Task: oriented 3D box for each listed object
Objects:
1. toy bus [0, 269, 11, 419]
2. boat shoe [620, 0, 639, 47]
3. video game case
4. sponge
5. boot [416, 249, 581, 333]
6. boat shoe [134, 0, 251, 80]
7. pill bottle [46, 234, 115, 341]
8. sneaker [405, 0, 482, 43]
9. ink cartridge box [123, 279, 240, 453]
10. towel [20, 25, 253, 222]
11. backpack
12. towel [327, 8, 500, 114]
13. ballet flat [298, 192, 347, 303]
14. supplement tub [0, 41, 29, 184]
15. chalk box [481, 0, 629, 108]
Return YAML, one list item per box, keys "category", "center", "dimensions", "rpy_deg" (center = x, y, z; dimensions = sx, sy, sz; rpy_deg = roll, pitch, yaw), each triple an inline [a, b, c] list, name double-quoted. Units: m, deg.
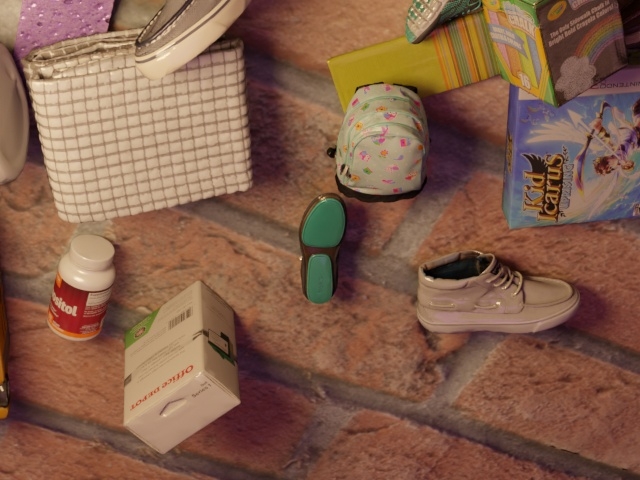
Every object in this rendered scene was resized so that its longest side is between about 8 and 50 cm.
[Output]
- category: "toy bus"
  center: [-0.524, 0.113, 2.042]
  dimensions: [0.108, 0.130, 0.332]
  rpy_deg: [-3, 127, -7]
- category: "boat shoe"
  center: [0.484, -0.364, 1.852]
  dimensions: [0.257, 0.095, 0.095]
  rpy_deg: [-35, 110, 11]
- category: "video game case"
  center: [0.395, -0.146, 2.013]
  dimensions: [0.244, 0.061, 0.269]
  rpy_deg: [-4, 127, -3]
- category: "sponge"
  center: [-0.348, -0.264, 1.844]
  dimensions: [0.117, 0.031, 0.210]
  rpy_deg: [10, 125, -15]
- category: "boot"
  center: [0.277, 0.074, 2.139]
  dimensions: [0.258, 0.095, 0.123]
  rpy_deg: [-7, 134, -1]
- category: "boat shoe"
  center: [-0.140, -0.365, 1.699]
  dimensions: [0.340, 0.127, 0.158]
  rpy_deg: [-48, 117, -9]
- category: "pill bottle"
  center: [-0.354, 0.069, 2.060]
  dimensions: [0.086, 0.086, 0.152]
  rpy_deg: [10, 124, -15]
- category: "sneaker"
  center: [0.180, -0.322, 1.853]
  dimensions: [0.076, 0.065, 0.166]
  rpy_deg: [24, 121, -29]
- category: "ink cartridge box"
  center: [-0.211, 0.190, 2.086]
  dimensions: [0.160, 0.219, 0.092]
  rpy_deg: [-35, 123, 18]
- category: "towel"
  center: [-0.239, -0.167, 1.853]
  dimensions: [0.284, 0.121, 0.235]
  rpy_deg: [-14, 124, -13]
- category: "backpack"
  center: [0.093, -0.134, 1.929]
  dimensions: [0.152, 0.115, 0.182]
  rpy_deg: [-5, 144, -7]
- category: "towel"
  center: [0.135, -0.247, 1.930]
  dimensions: [0.237, 0.021, 0.102]
  rpy_deg: [-16, 123, 5]
- category: "ballet flat"
  center: [0.000, 0.000, 2.065]
  dimensions: [0.074, 0.074, 0.203]
  rpy_deg: [0, 126, -7]
- category: "supplement tub"
  center: [-0.554, -0.153, 1.787]
  dimensions: [0.316, 0.193, 0.193]
  rpy_deg: [-6, 128, 7]
- category: "chalk box"
  center: [0.301, -0.308, 1.811]
  dimensions: [0.132, 0.132, 0.213]
  rpy_deg: [-31, 127, -15]
